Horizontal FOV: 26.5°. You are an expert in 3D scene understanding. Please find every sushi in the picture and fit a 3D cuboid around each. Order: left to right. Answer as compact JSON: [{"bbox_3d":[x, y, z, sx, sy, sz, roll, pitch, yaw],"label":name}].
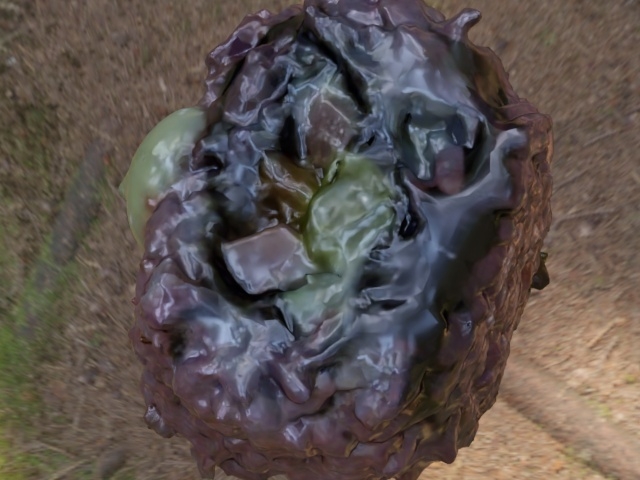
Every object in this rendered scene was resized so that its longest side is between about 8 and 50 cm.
[{"bbox_3d":[0.000,0.000,0.736,0.236,0.171,0.270,22,70,12],"label":"sushi"}]
